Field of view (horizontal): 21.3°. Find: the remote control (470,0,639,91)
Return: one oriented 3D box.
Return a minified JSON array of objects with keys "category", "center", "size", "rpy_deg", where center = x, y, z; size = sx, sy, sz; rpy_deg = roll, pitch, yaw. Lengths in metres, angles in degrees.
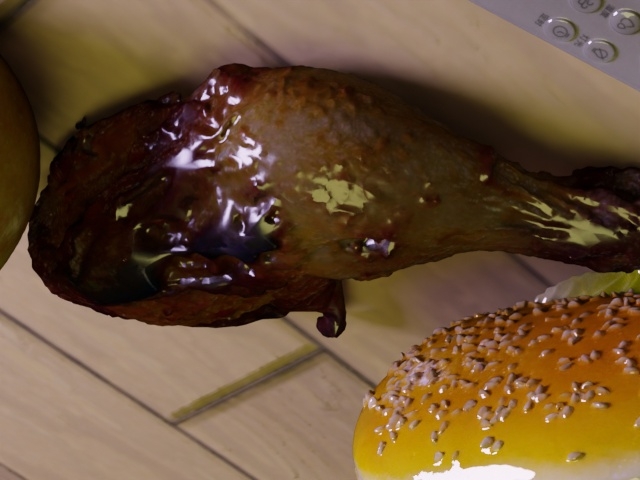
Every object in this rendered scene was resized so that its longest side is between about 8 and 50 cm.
[{"category":"remote control","center":[0.141,-0.085,0.693],"size":[0.261,0.029,0.067],"rpy_deg":[26,139,-12]}]

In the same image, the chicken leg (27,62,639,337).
[{"category":"chicken leg","center":[-0.005,-0.007,0.809],"size":[0.322,0.083,0.177],"rpy_deg":[-17,139,36]}]

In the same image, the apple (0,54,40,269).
[{"category":"apple","center":[-0.213,-0.035,0.785],"size":[0.163,0.147,0.146],"rpy_deg":[27,139,-9]}]

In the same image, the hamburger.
[{"category":"hamburger","center":[0.117,0.085,0.798],"size":[0.210,0.173,0.116],"rpy_deg":[-3,106,38]}]
